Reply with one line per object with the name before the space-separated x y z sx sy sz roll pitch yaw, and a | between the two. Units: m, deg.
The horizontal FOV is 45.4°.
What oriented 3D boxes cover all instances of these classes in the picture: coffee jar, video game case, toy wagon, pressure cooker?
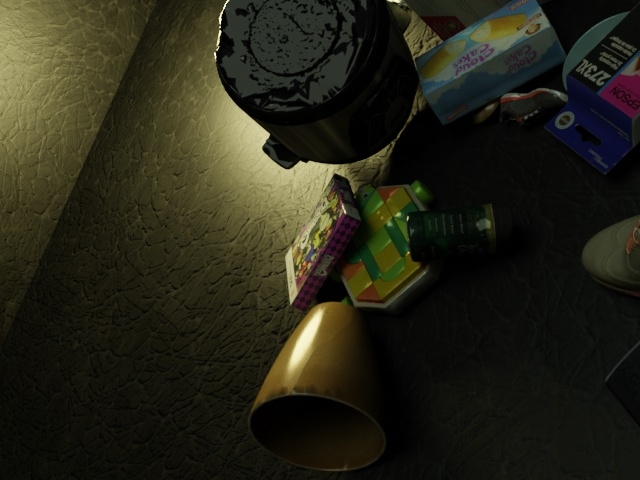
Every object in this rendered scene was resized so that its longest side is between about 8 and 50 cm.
coffee jar | 0.245 -0.014 1.341 0.185 0.096 0.079 -7 62 9
video game case | 0.000 0.000 1.583 0.232 0.042 0.210 -59 19 22
toy wagon | 0.118 -0.006 1.535 0.267 0.068 0.344 -42 42 16
pressure cooker | 0.016 -0.363 1.632 0.370 0.420 0.375 -8 76 16

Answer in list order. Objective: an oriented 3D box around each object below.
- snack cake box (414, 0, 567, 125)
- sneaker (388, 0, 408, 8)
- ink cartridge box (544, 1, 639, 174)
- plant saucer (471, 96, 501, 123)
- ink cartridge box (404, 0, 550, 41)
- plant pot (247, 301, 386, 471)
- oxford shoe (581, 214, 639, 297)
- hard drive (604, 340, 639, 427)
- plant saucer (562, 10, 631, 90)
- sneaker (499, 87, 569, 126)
snack cake box | 0.327 -0.355 1.502 0.264 0.089 0.152 -27 36 20
sneaker | 0.213 -0.592 1.856 0.135 0.052 0.058 -12 66 49
ink cartridge box | 0.540 -0.295 1.252 0.371 0.069 0.175 -48 41 13
plant saucer | 0.326 -0.272 1.522 0.083 0.015 0.083 -49 22 27
ink cartridge box | 0.331 -0.560 1.569 0.306 0.226 0.131 -17 55 37
plant pot | 0.015 0.244 1.378 0.237 0.237 0.254 -25 33 32
oxford shoe | 0.473 -0.010 1.037 0.397 0.147 0.140 156 132 -68
hard drive | 0.518 0.163 1.025 0.255 0.054 0.172 -44 41 15
plant saucer | 0.527 -0.314 1.352 0.195 0.037 0.194 -24 50 33
sneaker | 0.398 -0.241 1.426 0.158 0.061 0.064 5 77 58
